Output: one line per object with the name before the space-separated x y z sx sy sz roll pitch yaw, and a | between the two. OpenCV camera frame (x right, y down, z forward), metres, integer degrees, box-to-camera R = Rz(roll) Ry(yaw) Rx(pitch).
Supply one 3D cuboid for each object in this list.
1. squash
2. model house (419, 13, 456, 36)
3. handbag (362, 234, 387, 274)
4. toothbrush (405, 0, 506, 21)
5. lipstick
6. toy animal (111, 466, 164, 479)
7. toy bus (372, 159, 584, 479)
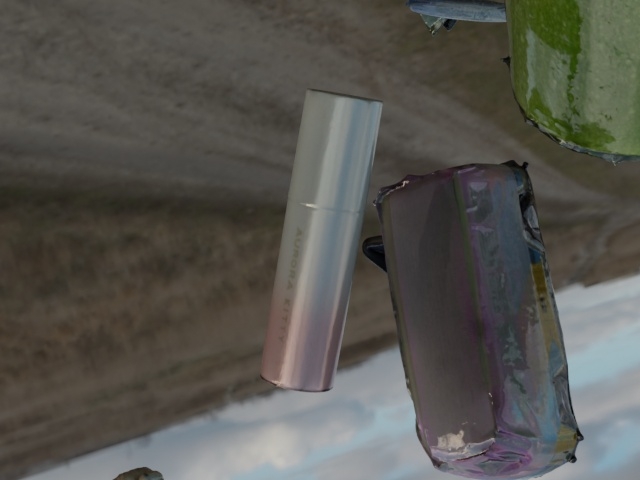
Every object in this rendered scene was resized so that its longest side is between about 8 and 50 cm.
squash | 0.301 -0.285 1.076 0.263 0.263 0.384 -17 145 -2
model house | 0.241 -0.466 2.092 0.165 0.106 0.152 -51 166 23
handbag | 0.248 0.055 1.997 0.326 0.269 0.118 -3 132 -52
toothbrush | 0.330 -0.361 1.833 0.413 0.035 0.042 1 -170 -15
lipstick | 0.000 0.000 1.275 0.087 0.327 0.087 9 -171 -1
toy animal | -0.208 0.380 1.569 0.185 0.104 0.184 25 164 -6
toy bus | 0.178 0.100 1.378 0.162 0.386 0.171 2 164 -44
